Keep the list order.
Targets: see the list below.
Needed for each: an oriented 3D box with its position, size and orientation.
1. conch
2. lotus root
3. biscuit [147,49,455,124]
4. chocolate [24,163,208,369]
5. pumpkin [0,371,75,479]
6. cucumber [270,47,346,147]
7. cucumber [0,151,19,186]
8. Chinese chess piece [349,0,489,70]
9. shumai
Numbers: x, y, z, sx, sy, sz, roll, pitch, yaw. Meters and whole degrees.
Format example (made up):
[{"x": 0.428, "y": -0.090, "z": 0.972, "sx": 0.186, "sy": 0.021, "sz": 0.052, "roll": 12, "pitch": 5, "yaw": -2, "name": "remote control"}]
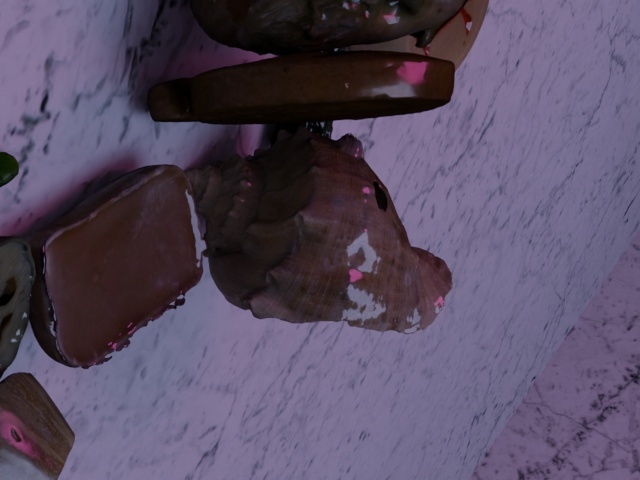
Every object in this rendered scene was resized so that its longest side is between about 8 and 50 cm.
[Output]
[{"x": 0.000, "y": -0.008, "z": 1.765, "sx": 0.263, "sy": 0.324, "sz": 0.186, "roll": -82, "pitch": -177, "yaw": -48, "name": "conch"}, {"x": -0.332, "y": 0.075, "z": 1.400, "sx": 0.183, "sy": 0.078, "sz": 0.203, "roll": -59, "pitch": 168, "yaw": -27, "name": "lotus root"}, {"x": -0.022, "y": -0.159, "z": 1.630, "sx": 0.367, "sy": 0.314, "sz": 0.063, "roll": -150, "pitch": -122, "yaw": -86, "name": "biscuit"}, {"x": -0.221, "y": 0.020, "z": 1.595, "sx": 0.261, "sy": 0.083, "sz": 0.161, "roll": -36, "pitch": 126, "yaw": -53, "name": "chocolate"}, {"x": -0.309, "y": 0.231, "z": 1.483, "sx": 0.217, "sy": 0.110, "sz": 0.217, "roll": -58, "pitch": 177, "yaw": -4, "name": "pumpkin"}, {"x": -0.008, "y": -0.202, "z": 1.873, "sx": 0.077, "sy": 0.077, "sz": 0.265, "roll": -34, "pitch": 141, "yaw": -54, "name": "cucumber"}, {"x": -0.313, "y": -0.048, "z": 1.377, "sx": 0.155, "sy": 0.037, "sz": 0.037, "roll": -36, "pitch": 143, "yaw": -53, "name": "cucumber"}, {"x": 0.130, "y": -0.316, "z": 2.039, "sx": 0.250, "sy": 0.103, "sz": 0.249, "roll": -46, "pitch": 149, "yaw": -39, "name": "Chinese chess piece"}, {"x": 0.049, "y": -0.265, "z": 1.571, "sx": 0.283, "sy": 0.346, "sz": 0.217, "roll": 31, "pitch": 46, "yaw": -36, "name": "shumai"}]
